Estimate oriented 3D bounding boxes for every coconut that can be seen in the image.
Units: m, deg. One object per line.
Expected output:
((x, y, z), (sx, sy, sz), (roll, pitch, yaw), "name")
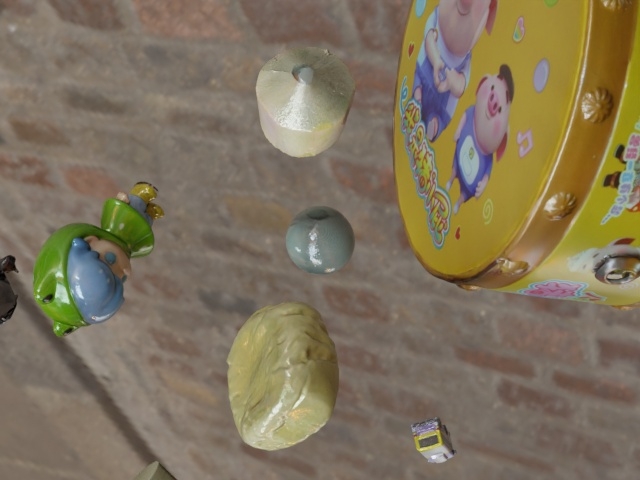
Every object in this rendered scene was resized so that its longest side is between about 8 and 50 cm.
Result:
((-0.023, -0.210, 1.829), (0.147, 0.147, 0.153), (24, 158, 7), "coconut")

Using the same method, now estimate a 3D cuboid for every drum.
((0.235, -0.147, 1.131), (0.214, 0.431, 0.431), (7, 151, -18), "drum")

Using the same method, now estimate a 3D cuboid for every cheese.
((-0.067, 0.206, 1.919), (0.117, 0.214, 0.226), (13, 139, -34), "cheese")

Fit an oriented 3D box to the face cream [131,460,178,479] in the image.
((-0.150, 0.378, 1.560), (0.114, 0.070, 0.224), (-36, 103, 32), "face cream")

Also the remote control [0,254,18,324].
((-0.329, 0.107, 0.768), (0.144, 0.399, 0.062), (-29, 95, 24), "remote control")

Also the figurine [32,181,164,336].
((-0.338, 0.025, 1.907), (0.143, 0.263, 0.162), (20, 147, 24), "figurine")

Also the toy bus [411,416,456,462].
((0.192, 0.338, 2.083), (0.052, 0.058, 0.102), (-18, 152, 12), "toy bus")

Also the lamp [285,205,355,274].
((0.000, 0.000, 1.834), (0.105, 0.105, 0.105), (19, 146, 14), "lamp")
